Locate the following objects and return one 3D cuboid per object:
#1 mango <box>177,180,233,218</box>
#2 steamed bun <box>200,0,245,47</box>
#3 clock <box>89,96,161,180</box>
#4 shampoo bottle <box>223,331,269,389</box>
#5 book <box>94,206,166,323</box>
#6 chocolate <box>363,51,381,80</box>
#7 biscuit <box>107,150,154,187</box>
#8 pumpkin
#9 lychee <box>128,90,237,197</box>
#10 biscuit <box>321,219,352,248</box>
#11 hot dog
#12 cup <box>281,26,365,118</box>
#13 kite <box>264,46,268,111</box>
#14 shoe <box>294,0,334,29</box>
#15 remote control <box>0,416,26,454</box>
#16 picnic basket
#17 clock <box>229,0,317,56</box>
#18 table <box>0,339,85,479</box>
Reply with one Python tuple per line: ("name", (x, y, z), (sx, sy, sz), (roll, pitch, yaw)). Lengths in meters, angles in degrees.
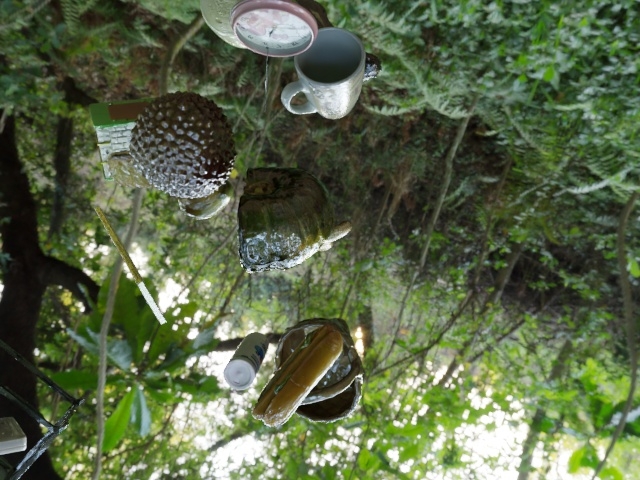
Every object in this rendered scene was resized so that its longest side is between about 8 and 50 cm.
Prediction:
("mango", (-0.374, -0.134, 1.709), (0.267, 0.133, 0.111), (-6, 132, 43))
("steamed bun", (-0.334, -0.829, 1.976), (0.250, 0.155, 0.200), (48, -172, 11))
("clock", (-0.587, -0.307, 1.650), (0.219, 0.255, 0.106), (-12, -126, -21))
("shampoo bottle", (-0.211, 0.346, 1.579), (0.092, 0.092, 0.303), (20, -172, 2))
("book", (-0.640, 0.085, 1.765), (0.374, 0.028, 0.263), (49, 160, 31))
("chocolate", (0.158, -0.627, 1.887), (0.133, 0.156, 0.156), (3, 173, 26))
("biscuit", (-0.500, -0.206, 1.500), (0.246, 0.029, 0.119), (0, 132, 16))
("pumpkin", (-0.080, -0.043, 1.294), (0.232, 0.242, 0.325), (2, -143, 0))
("lychee", (-0.331, -0.242, 1.305), (0.267, 0.268, 0.267), (20, -179, 0))
("biscuit", (0.001, 0.000, 1.697), (0.164, 0.047, 0.208), (-14, 167, -24))
("hot dog", (-0.050, 0.283, 1.116), (0.068, 0.250, 0.100), (47, 165, -29))
("cup", (0.009, -0.502, 1.725), (0.227, 0.301, 0.257), (51, 169, 23))
("kite", (-0.134, -0.394, 1.291), (0.011, 0.157, 0.139), (3, -160, -7))
("shoe", (-0.054, -0.789, 1.980), (0.132, 0.171, 0.337), (2, -132, -30))
("remote control", (-0.734, 0.439, 1.179), (0.103, 0.034, 0.250), (2, 174, -37))
("picnic basket", (-0.017, 0.423, 1.618), (0.292, 0.338, 0.337), (-13, 172, 13))
("clock", (-0.128, -0.589, 1.441), (0.244, 0.056, 0.244), (4, 167, 1))
("table", (-0.827, 0.420, 1.292), (0.335, 0.272, 0.222), (44, 172, -11))
